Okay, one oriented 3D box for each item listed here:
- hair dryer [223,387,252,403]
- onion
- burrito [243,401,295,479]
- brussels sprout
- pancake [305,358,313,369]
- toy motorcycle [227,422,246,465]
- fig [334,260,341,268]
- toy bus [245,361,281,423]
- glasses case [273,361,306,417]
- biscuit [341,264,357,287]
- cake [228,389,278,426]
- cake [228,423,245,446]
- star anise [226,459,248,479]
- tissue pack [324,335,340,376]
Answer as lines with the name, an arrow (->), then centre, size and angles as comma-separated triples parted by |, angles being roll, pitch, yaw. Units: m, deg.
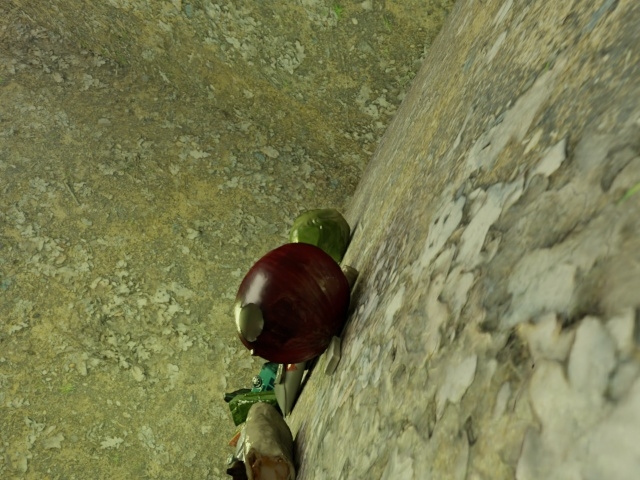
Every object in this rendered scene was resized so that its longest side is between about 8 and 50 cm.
hair dryer -> -0.353, 0.864, 1.912 | 0.116, 0.243, 0.303 | 94, -175, -75
onion -> -0.087, 0.187, 1.117 | 0.341, 0.340, 0.342 | -156, 90, -89
burrito -> -0.123, 0.497, 0.966 | 0.105, 0.143, 0.299 | -33, 1, -9
brussels sprout -> 0.000, 0.000, 2.044 | 0.247, 0.327, 0.329 | 15, 79, 56
pancake -> -0.012, 0.342, 1.431 | 0.250, 0.031, 0.250 | 23, -90, -89
toy motorcycle -> -0.252, 0.757, 1.490 | 0.171, 0.110, 0.260 | -53, 18, 13
fig -> -0.023, 0.145, 1.507 | 0.203, 0.225, 0.203 | -42, -12, -11
toy bus -> -0.215, 0.644, 1.670 | 0.128, 0.146, 0.256 | 21, -85, -62
glasses case -> -0.103, 0.446, 1.360 | 0.128, 0.083, 0.309 | -99, 22, -68
biscuit -> 0.052, 0.182, 1.259 | 0.055, 0.061, 0.220 | 23, -90, -50
cake -> -0.234, 0.607, 1.550 | 0.235, 0.099, 0.100 | -32, -8, 12
cake -> -0.305, 0.862, 1.785 | 0.221, 0.116, 0.086 | -53, 2, 33
star anise -> -0.182, 0.666, 1.161 | 0.272, 0.102, 0.272 | -44, -32, -38
tissue pack -> 0.029, 0.278, 0.981 | 0.108, 0.023, 0.056 | -70, 4, -79
